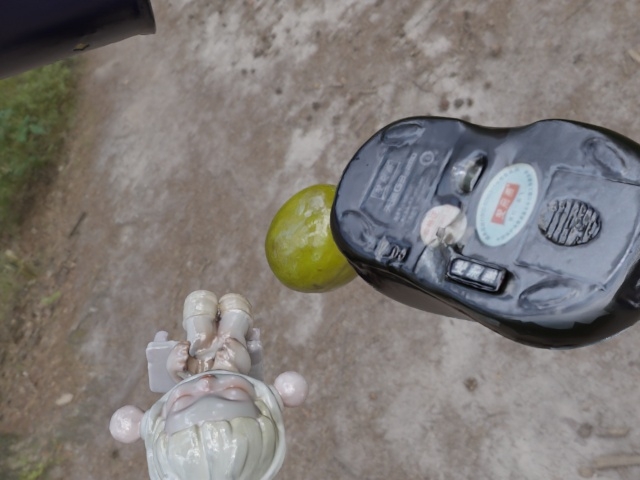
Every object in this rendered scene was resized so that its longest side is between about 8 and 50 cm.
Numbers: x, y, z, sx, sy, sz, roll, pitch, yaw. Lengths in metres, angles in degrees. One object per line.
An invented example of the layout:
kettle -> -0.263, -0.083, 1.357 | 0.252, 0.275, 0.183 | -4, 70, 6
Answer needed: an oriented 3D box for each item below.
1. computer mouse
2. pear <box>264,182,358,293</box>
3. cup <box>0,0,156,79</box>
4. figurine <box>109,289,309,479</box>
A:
computer mouse -> 0.115, -0.008, 0.470 | 0.233, 0.096, 0.137 | 22, 74, 41
pear -> 0.000, 0.000, 0.994 | 0.162, 0.149, 0.148 | -47, 30, 39
cup -> -0.298, -0.225, 0.612 | 0.256, 0.178, 0.255 | -22, 24, -10
figurine -> -0.116, 0.178, 0.735 | 0.256, 0.182, 0.144 | -101, 30, -60
